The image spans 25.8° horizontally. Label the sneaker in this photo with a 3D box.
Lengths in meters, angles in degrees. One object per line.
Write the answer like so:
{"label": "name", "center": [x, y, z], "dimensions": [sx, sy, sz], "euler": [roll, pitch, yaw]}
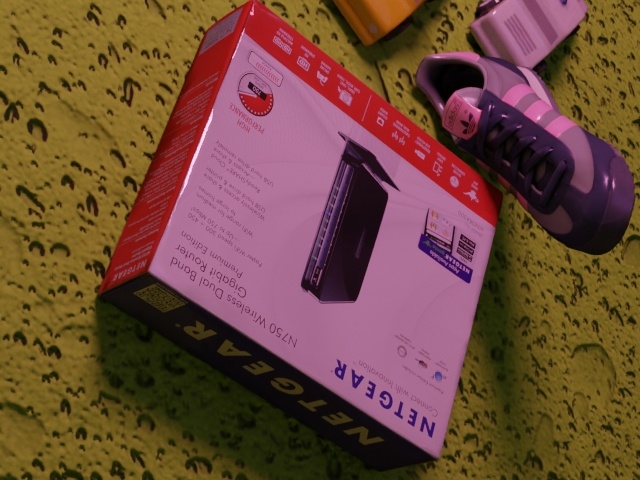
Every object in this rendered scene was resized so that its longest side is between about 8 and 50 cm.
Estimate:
{"label": "sneaker", "center": [0.188, -0.090, 1.369], "dimensions": [0.131, 0.112, 0.319], "euler": [13, 23, -26]}

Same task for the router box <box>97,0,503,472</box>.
{"label": "router box", "center": [0.000, 0.000, 1.264], "dimensions": [0.335, 0.082, 0.301], "euler": [35, 55, -27]}

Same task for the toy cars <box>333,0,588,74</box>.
{"label": "toy cars", "center": [0.175, -0.273, 1.511], "dimensions": [0.394, 0.087, 0.176], "euler": [8, 70, -39]}
